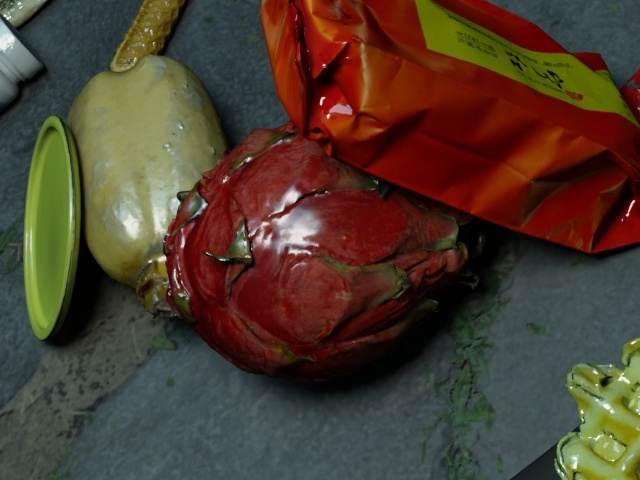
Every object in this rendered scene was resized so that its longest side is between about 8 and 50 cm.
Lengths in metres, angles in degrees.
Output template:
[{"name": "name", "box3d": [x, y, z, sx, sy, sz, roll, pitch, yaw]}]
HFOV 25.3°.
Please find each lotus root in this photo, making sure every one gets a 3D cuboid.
[{"name": "lotus root", "box3d": [-0.167, -0.050, 1.457, 0.169, 0.151, 0.342, -18, 53, 2]}]

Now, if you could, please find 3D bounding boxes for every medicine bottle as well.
[{"name": "medicine bottle", "box3d": [-0.435, -0.186, 1.731, 0.187, 0.103, 0.103, -40, 48, 0]}]

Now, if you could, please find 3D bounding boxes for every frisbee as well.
[{"name": "frisbee", "box3d": [-0.280, -0.012, 1.481, 0.236, 0.017, 0.236, -177, 90, -67]}]

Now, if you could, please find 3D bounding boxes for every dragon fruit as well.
[{"name": "dragon fruit", "box3d": [0.000, 0.000, 1.269, 0.299, 0.244, 0.244, -16, 52, 9]}]

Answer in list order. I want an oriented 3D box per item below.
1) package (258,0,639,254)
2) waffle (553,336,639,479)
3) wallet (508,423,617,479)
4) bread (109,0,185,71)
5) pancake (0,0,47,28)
[{"name": "package", "box3d": [0.132, -0.120, 1.214, 0.123, 0.423, 0.196, -52, 35, 33]}, {"name": "waffle", "box3d": [0.315, 0.171, 1.003, 0.317, 0.073, 0.297, -21, 47, 21]}, {"name": "wallet", "box3d": [0.242, 0.232, 1.085, 0.406, 0.062, 0.228, -38, 49, 0]}, {"name": "bread", "box3d": [-0.200, -0.250, 1.678, 0.052, 0.044, 0.157, 4, 60, 38]}, {"name": "pancake", "box3d": [-0.439, -0.356, 1.884, 0.282, 0.049, 0.282, -15, 52, 20]}]
